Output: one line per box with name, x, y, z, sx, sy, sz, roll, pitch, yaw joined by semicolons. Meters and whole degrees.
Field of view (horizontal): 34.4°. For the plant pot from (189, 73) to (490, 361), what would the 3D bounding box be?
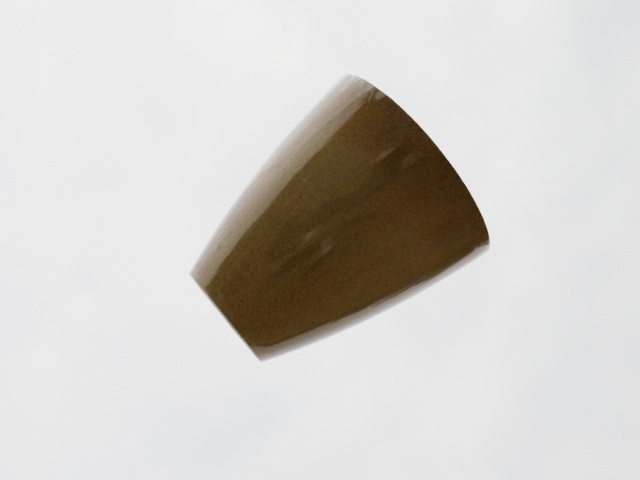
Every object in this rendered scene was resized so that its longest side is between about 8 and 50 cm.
plant pot;0.000;0.000;1.062;0.254;0.237;0.237;-39;-67;-7
